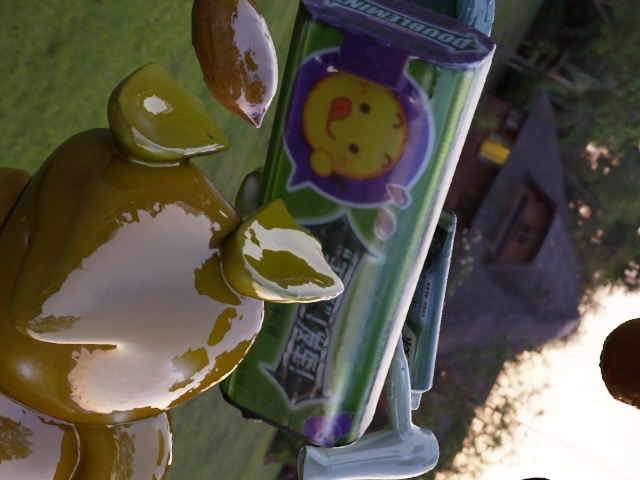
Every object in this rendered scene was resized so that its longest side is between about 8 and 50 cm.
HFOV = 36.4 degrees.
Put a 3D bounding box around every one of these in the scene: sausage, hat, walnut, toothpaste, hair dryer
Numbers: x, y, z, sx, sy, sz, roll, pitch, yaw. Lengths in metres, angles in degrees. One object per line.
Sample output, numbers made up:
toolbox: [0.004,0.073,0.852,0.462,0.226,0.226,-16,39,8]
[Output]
sausage: [0.447,0.172,1.169,0.258,0.133,0.133,34,-80,55]
hat: [0.130,-0.225,1.001,0.138,0.078,0.191,-6,-104,56]
walnut: [-0.115,-0.254,1.327,0.116,0.116,0.207,-30,102,-75]
toothpaste: [0.180,0.123,1.701,0.061,0.099,0.392,-9,114,-32]
hair dryer: [0.073,0.226,1.353,0.075,0.206,0.237,30,-62,60]

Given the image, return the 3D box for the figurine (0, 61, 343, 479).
figurine: [-0.128,0.040,0.533,0.228,0.215,0.215,-45,-171,49]

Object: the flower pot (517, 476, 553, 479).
flower pot: [0.398,0.578,1.815,0.235,0.148,0.235,-39,-164,13]

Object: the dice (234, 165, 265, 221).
dice: [0.000,0.000,1.175,0.166,0.169,0.169,23,-70,58]

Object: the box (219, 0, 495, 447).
box: [0.016,-0.005,0.731,0.097,0.134,0.345,-49,157,-54]
